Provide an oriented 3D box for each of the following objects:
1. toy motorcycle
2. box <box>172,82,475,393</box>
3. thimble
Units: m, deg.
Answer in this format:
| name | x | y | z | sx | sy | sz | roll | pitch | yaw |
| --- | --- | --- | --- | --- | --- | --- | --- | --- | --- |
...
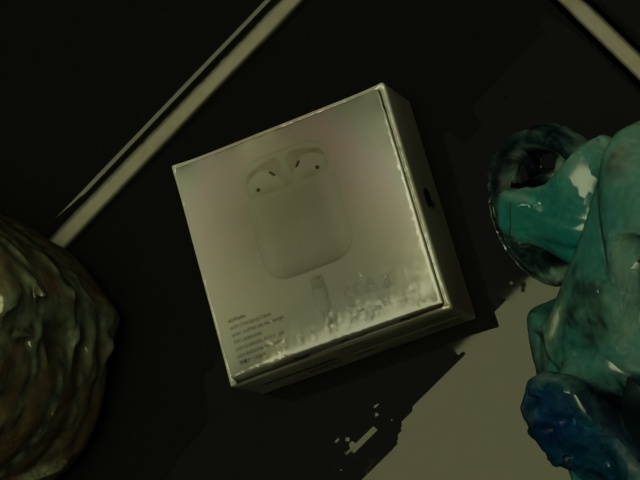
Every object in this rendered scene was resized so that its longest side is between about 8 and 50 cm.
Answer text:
| name | x | y | z | sx | sy | sz | roll | pitch | yaw |
| --- | --- | --- | --- | --- | --- | --- | --- | --- | --- |
| toy motorcycle | 0.177 | 0.055 | 0.929 | 0.206 | 0.154 | 0.260 | -20 | 89 | 57 |
| box | 0.000 | 0.000 | 1.077 | 0.130 | 0.051 | 0.129 | -20 | 74 | 16 |
| thimble | -0.246 | 0.066 | 1.108 | 0.229 | 0.148 | 0.196 | 11 | 85 | 24 |
